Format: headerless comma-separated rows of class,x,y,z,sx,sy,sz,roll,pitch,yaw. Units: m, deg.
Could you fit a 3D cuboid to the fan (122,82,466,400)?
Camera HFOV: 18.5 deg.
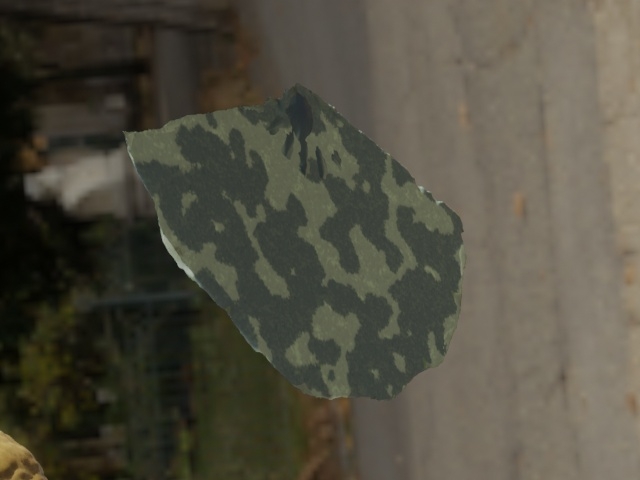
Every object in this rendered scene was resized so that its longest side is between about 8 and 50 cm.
fan,0.000,0.000,0.771,0.240,0.009,0.131,13,-119,-56

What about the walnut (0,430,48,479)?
walnut,-0.333,0.268,1.671,0.225,0.261,0.225,25,126,40
